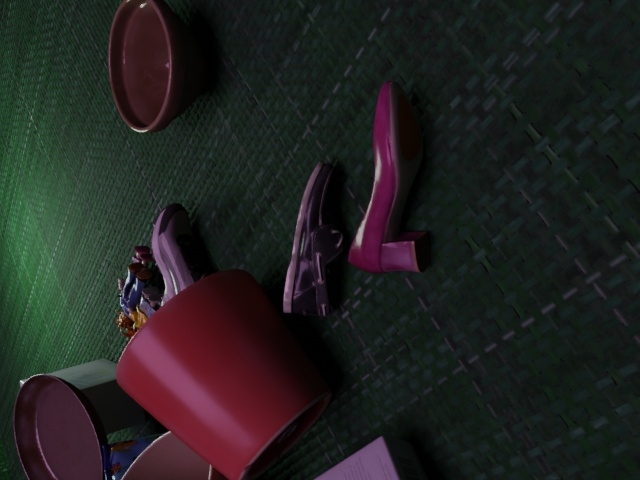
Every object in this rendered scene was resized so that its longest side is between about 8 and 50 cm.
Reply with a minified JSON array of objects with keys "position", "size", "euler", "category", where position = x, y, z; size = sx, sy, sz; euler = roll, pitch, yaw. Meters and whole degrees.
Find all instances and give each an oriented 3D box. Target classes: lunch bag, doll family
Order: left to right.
[{"position":[-0.391,0.142,1.265],"size":[0.263,0.118,0.163],"euler":[44,128,33],"category":"doll family"},{"position":[-0.312,0.546,1.184],"size":[0.138,0.221,0.293],"euler":[-132,42,-59],"category":"lunch bag"}]

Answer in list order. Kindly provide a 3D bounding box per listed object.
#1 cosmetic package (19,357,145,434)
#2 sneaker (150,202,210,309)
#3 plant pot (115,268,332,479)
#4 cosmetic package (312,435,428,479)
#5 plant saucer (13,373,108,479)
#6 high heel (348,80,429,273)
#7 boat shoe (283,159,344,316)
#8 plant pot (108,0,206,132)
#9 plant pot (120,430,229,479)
[{"position":[-0.598,0.403,1.470],"size":[0.224,0.225,0.138],"euler":[1,97,47],"category":"cosmetic package"},{"position":[-0.255,0.060,1.134],"size":[0.108,0.100,0.271],"euler":[-9,88,24],"category":"sneaker"},{"position":[-0.131,0.219,0.912],"size":[0.243,0.275,0.275],"euler":[42,127,20],"category":"plant pot"},{"position":[0.038,0.377,0.792],"size":[0.231,0.085,0.117],"euler":[-39,46,20],"category":"cosmetic package"},{"position":[-0.550,0.432,1.251],"size":[0.311,0.050,0.310],"euler":[4,98,31],"category":"plant saucer"},{"position":[0.071,-0.074,0.746],"size":[0.117,0.082,0.244],"euler":[3,113,37],"category":"high heel"},{"position":[0.000,0.000,0.858],"size":[0.079,0.084,0.233],"euler":[10,102,6],"category":"boat shoe"},{"position":[-0.284,-0.316,1.059],"size":[0.237,0.110,0.237],"euler":[13,108,45],"category":"plant pot"},{"position":[-0.188,0.501,1.002],"size":[0.257,0.256,0.274],"euler":[-3,139,48],"category":"plant pot"}]
